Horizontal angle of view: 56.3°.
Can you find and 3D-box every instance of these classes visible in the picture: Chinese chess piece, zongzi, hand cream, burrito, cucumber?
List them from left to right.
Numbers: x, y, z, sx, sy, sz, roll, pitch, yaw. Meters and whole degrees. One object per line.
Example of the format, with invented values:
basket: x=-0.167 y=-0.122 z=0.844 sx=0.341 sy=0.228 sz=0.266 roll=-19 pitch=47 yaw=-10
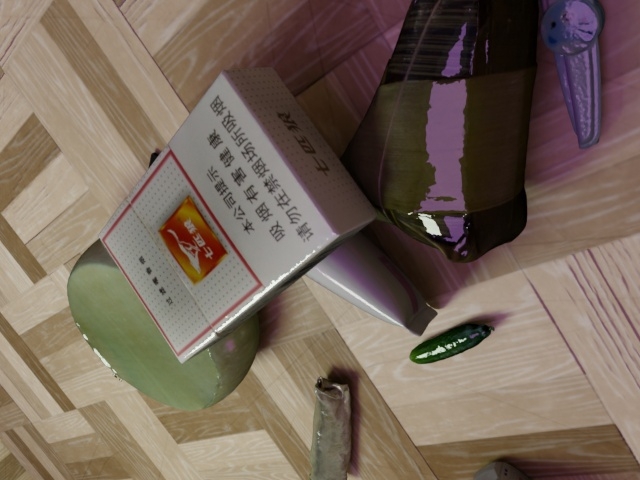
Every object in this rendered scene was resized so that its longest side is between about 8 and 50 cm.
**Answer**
Chinese chess piece: x=-0.270 y=0.132 z=1.044 sx=0.350 sy=0.146 sz=0.349 roll=18 pitch=131 yaw=22
hand cream: x=0.000 y=0.000 z=0.795 sx=0.359 sy=0.185 sz=0.118 roll=36 pitch=100 yaw=13
burrito: x=0.015 y=0.342 z=1.063 sx=0.082 sy=0.059 sz=0.275 roll=13 pitch=125 yaw=19
zongzi: x=0.083 y=-0.150 z=0.664 sx=0.318 sy=0.154 sz=0.289 roll=21 pitch=119 yaw=47
cucumber: x=0.185 y=0.143 z=0.836 sx=0.037 sy=0.037 sz=0.155 roll=51 pitch=134 yaw=-5

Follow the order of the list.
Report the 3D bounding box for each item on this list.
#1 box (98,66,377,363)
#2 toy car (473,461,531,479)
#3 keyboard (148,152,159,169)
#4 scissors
box: x=-0.116 y=-0.016 z=0.719 sx=0.330 sy=0.095 sz=0.210 roll=-40 pitch=82 yaw=39
toy car: x=0.260 y=0.419 z=0.847 sx=0.108 sy=0.209 sz=0.089 roll=46 pitch=122 yaw=-2
keyboard: x=-0.282 y=-0.058 z=1.031 sx=0.061 sy=0.013 sz=0.204 roll=35 pitch=131 yaw=9
scissors: x=0.240 y=-0.211 z=0.575 sx=0.125 sy=0.030 sz=0.256 roll=-1 pitch=116 yaw=37
